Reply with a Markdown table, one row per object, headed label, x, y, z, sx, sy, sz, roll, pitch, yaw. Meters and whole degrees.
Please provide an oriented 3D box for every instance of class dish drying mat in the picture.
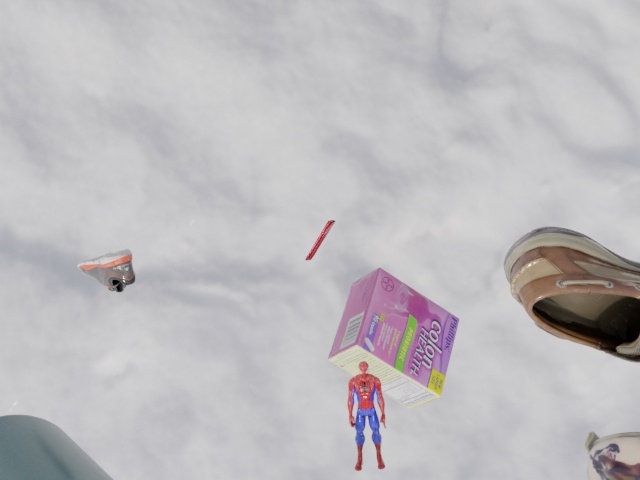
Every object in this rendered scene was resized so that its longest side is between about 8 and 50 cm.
| label | x | y | z | sx | sy | sz | roll | pitch | yaw |
| --- | --- | --- | --- | --- | --- | --- | --- | --- | --- |
| dish drying mat | 0.000 | 0.000 | 1.803 | 0.008 | 0.083 | 0.032 | 34 | 15 | 12 |

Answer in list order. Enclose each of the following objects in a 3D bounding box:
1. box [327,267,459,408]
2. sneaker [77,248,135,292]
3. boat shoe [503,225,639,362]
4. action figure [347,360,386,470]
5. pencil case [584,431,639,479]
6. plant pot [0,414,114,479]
| label | x | y | z | sx | sy | sz | roll | pitch | yaw |
| --- | --- | --- | --- | --- | --- | --- | --- | --- | --- |
| box | 0.169 | 0.222 | 2.287 | 0.243 | 0.117 | 0.213 | 34 | 53 | -19 |
| sneaker | -0.339 | 0.055 | 1.610 | 0.061 | 0.158 | 0.064 | -21 | 96 | -30 |
| boat shoe | 0.359 | 0.090 | 1.136 | 0.325 | 0.123 | 0.116 | 15 | 37 | -6 |
| action figure | 0.047 | 0.175 | 1.016 | 0.038 | 0.030 | 0.115 | -4 | 103 | 6 |
| pencil case | 0.309 | 0.379 | 0.918 | 0.160 | 0.184 | 0.410 | 41 | 53 | -52 |
| plant pot | -0.369 | 0.420 | 1.328 | 0.341 | 0.341 | 0.334 | -10 | 29 | -36 |
